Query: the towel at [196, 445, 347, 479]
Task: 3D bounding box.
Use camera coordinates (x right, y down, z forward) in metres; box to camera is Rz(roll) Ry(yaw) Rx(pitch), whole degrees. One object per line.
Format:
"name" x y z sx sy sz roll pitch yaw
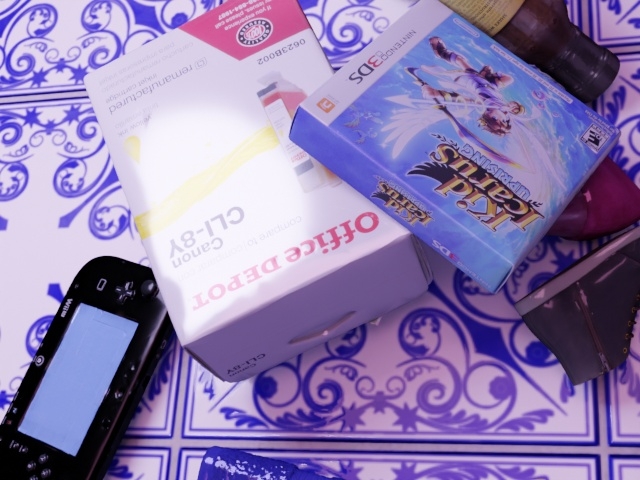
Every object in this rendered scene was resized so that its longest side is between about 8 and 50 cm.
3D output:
"towel" -0.006 0.366 1.071 0.308 0.076 0.228 10 79 18

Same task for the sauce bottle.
"sauce bottle" 0.203 -0.281 1.153 0.344 0.111 0.111 35 78 -17

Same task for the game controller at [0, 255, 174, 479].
"game controller" -0.293 0.173 1.226 0.166 0.067 0.319 18 74 21

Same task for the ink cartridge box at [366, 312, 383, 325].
"ink cartridge box" 0.000 0.000 1.220 0.235 0.056 0.171 19 75 20

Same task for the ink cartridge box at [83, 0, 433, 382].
"ink cartridge box" -0.074 -0.073 1.150 0.279 0.160 0.385 -26 64 3

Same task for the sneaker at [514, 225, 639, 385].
"sneaker" 0.335 0.063 1.100 0.222 0.083 0.118 -31 84 -7

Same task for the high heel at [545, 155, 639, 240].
"high heel" 0.241 -0.147 1.211 0.181 0.127 0.377 -5 56 -22

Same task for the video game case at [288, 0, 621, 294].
"video game case" 0.146 -0.112 1.039 0.269 0.061 0.244 38 57 11

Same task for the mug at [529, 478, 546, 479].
"mug" 0.235 0.289 1.037 0.064 0.062 0.078 -12 72 2
